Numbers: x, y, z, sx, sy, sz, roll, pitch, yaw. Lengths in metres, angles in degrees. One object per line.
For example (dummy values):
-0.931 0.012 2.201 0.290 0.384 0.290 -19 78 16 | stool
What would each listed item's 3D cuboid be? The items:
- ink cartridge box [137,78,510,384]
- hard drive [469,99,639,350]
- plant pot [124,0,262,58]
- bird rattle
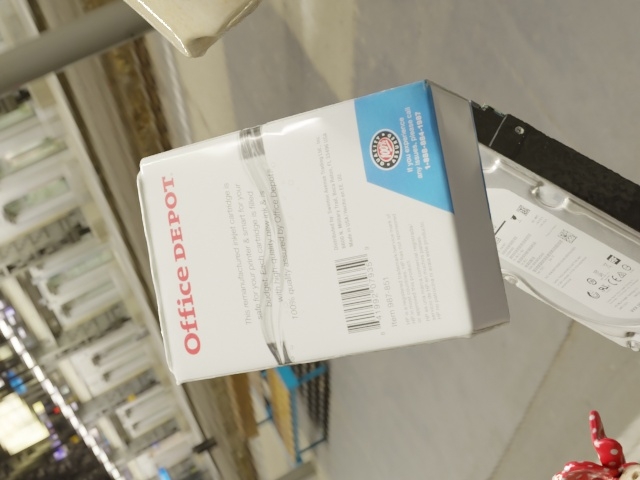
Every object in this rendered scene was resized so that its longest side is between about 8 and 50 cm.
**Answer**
0.000 0.000 0.970 0.129 0.307 0.223 -1 -100 -65 | ink cartridge box
0.279 -0.009 1.193 0.338 0.064 0.237 31 153 4 | hard drive
-0.119 -0.323 0.777 0.305 0.334 0.334 48 171 -13 | plant pot
0.391 0.305 1.158 0.207 0.143 0.253 42 157 -9 | bird rattle
